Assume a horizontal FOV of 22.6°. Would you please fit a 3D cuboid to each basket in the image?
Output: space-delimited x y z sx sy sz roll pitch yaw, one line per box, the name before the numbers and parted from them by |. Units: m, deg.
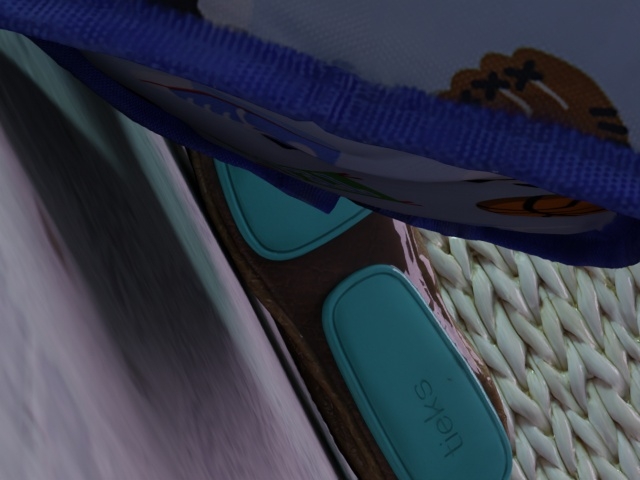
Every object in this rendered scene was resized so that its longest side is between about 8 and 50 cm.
basket | 0.151 0.105 1.135 0.331 0.266 0.328 63 2 14

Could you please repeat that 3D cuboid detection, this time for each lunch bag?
lunch bag | 0.055 -0.166 0.560 0.238 0.328 0.385 19 0 8

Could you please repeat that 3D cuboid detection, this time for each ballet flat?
ballet flat | 0.000 0.000 0.874 0.342 0.116 0.124 63 -19 -14
